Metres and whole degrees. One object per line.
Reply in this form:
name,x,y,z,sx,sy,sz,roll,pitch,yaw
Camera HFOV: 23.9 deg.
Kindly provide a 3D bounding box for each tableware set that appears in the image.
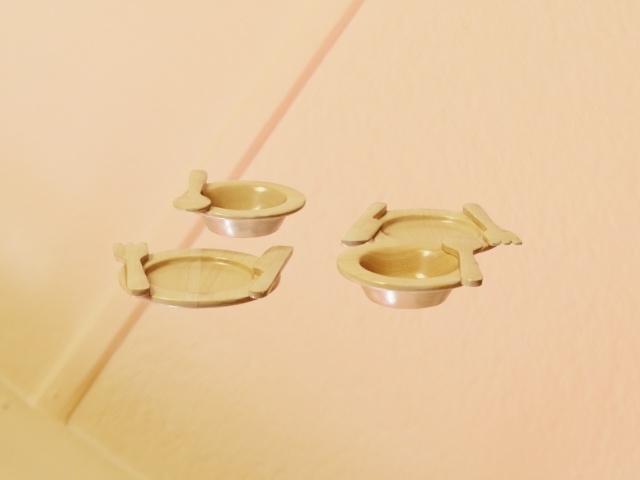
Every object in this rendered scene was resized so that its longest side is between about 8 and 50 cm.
tableware set,0.000,0.000,0.629,0.168,0.141,0.020,2,-73,4
